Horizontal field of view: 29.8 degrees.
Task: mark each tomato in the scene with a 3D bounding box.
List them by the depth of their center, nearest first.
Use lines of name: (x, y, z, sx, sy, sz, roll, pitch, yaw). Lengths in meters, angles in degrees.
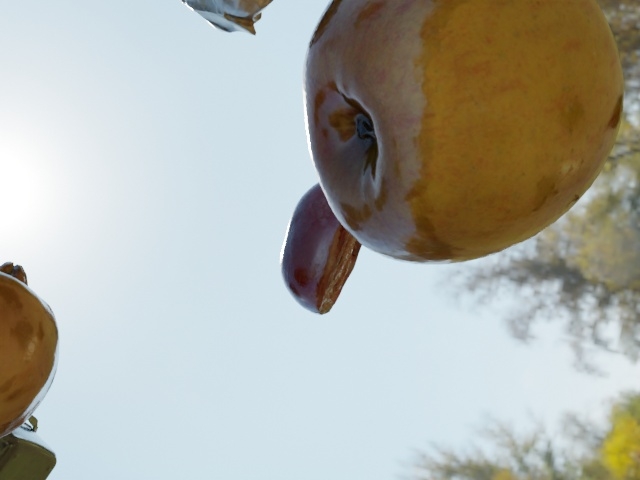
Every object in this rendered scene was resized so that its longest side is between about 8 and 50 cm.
tomato: (0.003, -0.006, 1.390, 0.166, 0.082, 0.174, -5, -64, -80)

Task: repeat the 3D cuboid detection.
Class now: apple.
apple: (0.117, -0.126, 1.097, 0.275, 0.299, 0.299, -31, -45, -33)

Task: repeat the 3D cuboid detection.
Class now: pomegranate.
pomegranate: (-0.384, 0.119, 1.280, 0.209, 0.209, 0.209, 12, -90, -71)

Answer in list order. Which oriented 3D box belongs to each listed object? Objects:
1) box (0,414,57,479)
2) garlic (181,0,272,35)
box: (-0.518, 0.347, 1.677, 0.290, 0.166, 0.220, -56, -18, -10)
garlic: (-0.106, -0.322, 1.260, 0.178, 0.143, 0.229, -65, 19, 0)
